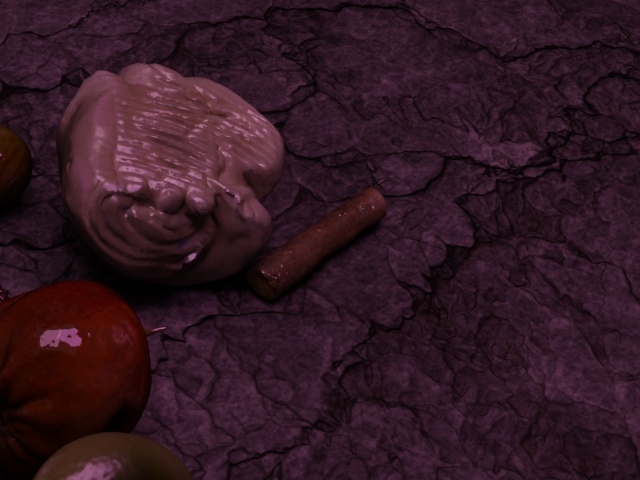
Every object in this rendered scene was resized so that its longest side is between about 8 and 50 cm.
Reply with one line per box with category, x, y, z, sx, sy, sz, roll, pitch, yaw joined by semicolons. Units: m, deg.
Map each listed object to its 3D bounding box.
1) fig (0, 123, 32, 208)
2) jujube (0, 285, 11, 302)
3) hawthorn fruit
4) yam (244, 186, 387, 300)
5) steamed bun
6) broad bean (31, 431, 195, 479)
fig;-0.516;-0.089;2.118;0.142;0.148;0.186;16;79;-16
jujube;-0.471;0.104;1.929;0.104;0.104;0.166;-17;51;-28
hawthorn fruit;-0.341;0.173;1.780;0.258;0.258;0.262;11;28;0
yam;0.000;0.000;2.174;0.066;0.066;0.299;33;47;23
steamed bun;-0.236;-0.078;2.082;0.339;0.247;0.352;13;46;-24
broad bean;-0.250;0.350;1.636;0.291;0.119;0.238;-32;94;-47
